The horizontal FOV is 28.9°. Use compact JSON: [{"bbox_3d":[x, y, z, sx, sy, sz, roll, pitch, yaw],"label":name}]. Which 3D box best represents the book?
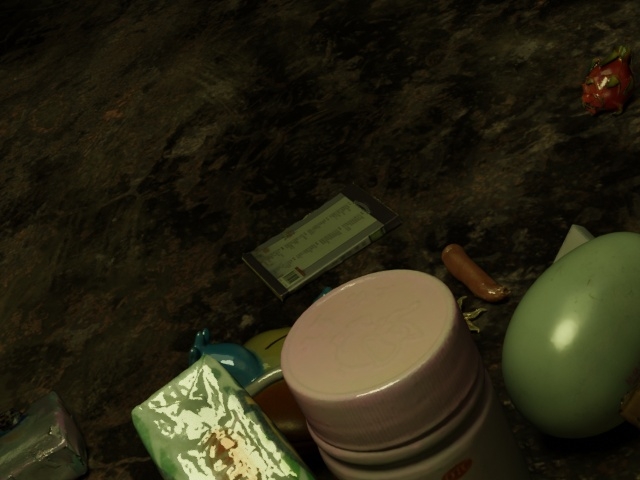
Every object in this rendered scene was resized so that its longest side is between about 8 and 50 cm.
[{"bbox_3d":[0.000,0.001,2.007,0.231,0.026,0.157,-34,35,-11],"label":"book"}]

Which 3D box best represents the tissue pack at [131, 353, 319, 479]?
[{"bbox_3d":[-0.058,0.279,1.310,0.128,0.311,0.228,-37,62,-8],"label":"tissue pack"}]

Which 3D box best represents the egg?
[{"bbox_3d":[0.319,0.108,1.453,0.183,0.183,0.264,18,70,48],"label":"egg"}]

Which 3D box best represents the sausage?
[{"bbox_3d":[0.217,0.049,1.766,0.042,0.036,0.158,-61,32,10],"label":"sausage"}]

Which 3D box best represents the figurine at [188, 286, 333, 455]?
[{"bbox_3d":[-0.033,0.182,1.588,0.416,0.298,0.243,-34,66,-8],"label":"figurine"}]

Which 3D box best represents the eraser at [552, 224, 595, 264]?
[{"bbox_3d":[0.348,0.059,1.611,0.023,0.104,0.150,12,23,-25],"label":"eraser"}]

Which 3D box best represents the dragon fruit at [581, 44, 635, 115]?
[{"bbox_3d":[0.463,-0.257,1.984,0.081,0.086,0.116,22,64,21],"label":"dragon fruit"}]

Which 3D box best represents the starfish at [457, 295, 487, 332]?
[{"bbox_3d":[0.186,0.112,1.718,0.086,0.016,0.092,-7,42,26],"label":"starfish"}]

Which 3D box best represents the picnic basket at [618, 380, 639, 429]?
[{"bbox_3d":[0.500,0.151,1.218,0.321,0.291,0.254,39,58,8],"label":"picnic basket"}]

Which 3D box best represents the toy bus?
[{"bbox_3d":[-0.481,0.350,1.766,0.317,0.112,0.138,-33,37,-9],"label":"toy bus"}]

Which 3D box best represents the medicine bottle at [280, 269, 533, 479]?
[{"bbox_3d":[0.102,0.211,1.348,0.202,0.316,0.202,-19,32,12],"label":"medicine bottle"}]
